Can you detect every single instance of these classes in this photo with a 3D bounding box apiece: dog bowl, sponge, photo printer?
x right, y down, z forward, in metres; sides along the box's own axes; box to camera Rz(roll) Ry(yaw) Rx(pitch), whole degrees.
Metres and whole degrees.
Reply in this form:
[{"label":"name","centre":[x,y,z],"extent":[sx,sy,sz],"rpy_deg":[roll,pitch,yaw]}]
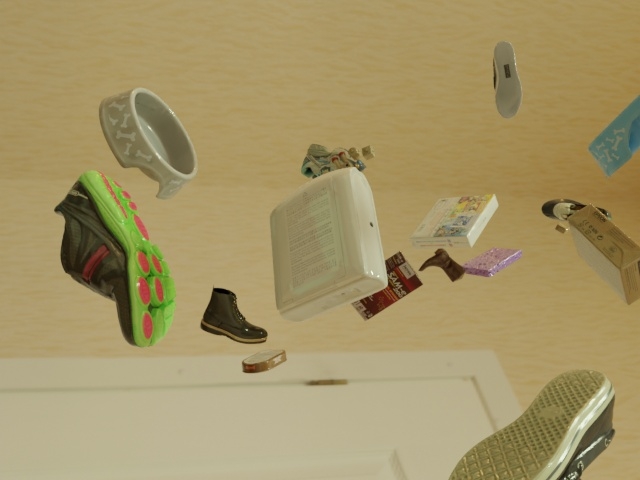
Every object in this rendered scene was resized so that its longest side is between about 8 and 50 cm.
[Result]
[{"label":"dog bowl","centre":[-0.495,-0.296,1.870],"extent":[0.348,0.102,0.348],"rpy_deg":[56,16,-24]},{"label":"sponge","centre":[0.598,0.073,2.200],"extent":[0.117,0.210,0.031],"rpy_deg":[8,-65,48]},{"label":"photo printer","centre":[0.008,-0.002,1.383],"extent":[0.256,0.107,0.307],"rpy_deg":[-26,-126,28]},{"label":"dog bowl","centre":[0.614,-0.240,1.160],"extent":[0.074,0.166,0.297],"rpy_deg":[47,-42,13]}]

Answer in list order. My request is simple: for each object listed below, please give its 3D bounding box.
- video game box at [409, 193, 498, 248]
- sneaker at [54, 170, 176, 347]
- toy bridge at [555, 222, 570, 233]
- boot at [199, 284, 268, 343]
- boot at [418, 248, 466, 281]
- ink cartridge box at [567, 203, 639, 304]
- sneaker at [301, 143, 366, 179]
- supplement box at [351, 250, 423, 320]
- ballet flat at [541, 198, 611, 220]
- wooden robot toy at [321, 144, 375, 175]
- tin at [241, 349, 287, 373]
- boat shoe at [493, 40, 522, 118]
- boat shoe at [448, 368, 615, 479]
[{"label":"video game box","centre":[0.379,-0.053,1.786],"extent":[0.187,0.205,0.048],"rpy_deg":[-4,-56,44]},{"label":"sneaker","centre":[-0.505,0.059,1.530],"extent":[0.482,0.202,0.185],"rpy_deg":[60,11,24]},{"label":"toy bridge","centre":[0.860,-0.068,2.115],"extent":[0.063,0.188,0.026],"rpy_deg":[37,-43,26]},{"label":"boot","centre":[-0.236,0.214,1.811],"extent":[0.077,0.198,0.137],"rpy_deg":[-105,-150,-68]},{"label":"boot","centre":[0.366,0.092,1.891],"extent":[0.106,0.114,0.037],"rpy_deg":[-46,175,20]},{"label":"ink cartridge box","centre":[0.815,0.037,1.775],"extent":[0.193,0.088,0.234],"rpy_deg":[50,8,-44]},{"label":"sneaker","centre":[0.040,-0.240,2.130],"extent":[0.283,0.110,0.122],"rpy_deg":[17,-105,51]},{"label":"supplement box","centre":[0.213,0.157,2.153],"extent":[0.130,0.239,0.073],"rpy_deg":[50,10,-30]},{"label":"ballet flat","centre":[0.775,-0.087,1.914],"extent":[0.074,0.203,0.074],"rpy_deg":[-39,135,-53]},{"label":"wooden robot toy","centre":[0.085,-0.211,1.812],"extent":[0.079,0.173,0.076],"rpy_deg":[33,27,-53]},{"label":"tin","centre":[-0.185,0.398,2.087],"extent":[0.190,0.106,0.040],"rpy_deg":[-13,101,-64]},{"label":"boat shoe","centre":[0.554,-0.478,1.891],"extent":[0.076,0.080,0.228],"rpy_deg":[-27,107,-77]},{"label":"boat shoe","centre":[0.437,0.442,1.258],"extent":[0.187,0.500,0.156],"rpy_deg":[-2,-69,53]}]
